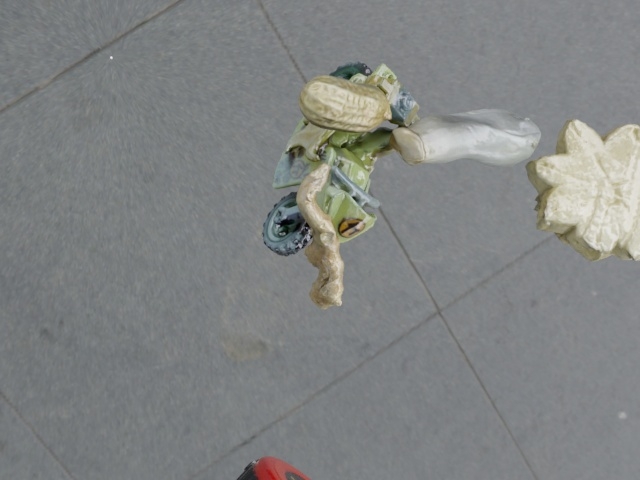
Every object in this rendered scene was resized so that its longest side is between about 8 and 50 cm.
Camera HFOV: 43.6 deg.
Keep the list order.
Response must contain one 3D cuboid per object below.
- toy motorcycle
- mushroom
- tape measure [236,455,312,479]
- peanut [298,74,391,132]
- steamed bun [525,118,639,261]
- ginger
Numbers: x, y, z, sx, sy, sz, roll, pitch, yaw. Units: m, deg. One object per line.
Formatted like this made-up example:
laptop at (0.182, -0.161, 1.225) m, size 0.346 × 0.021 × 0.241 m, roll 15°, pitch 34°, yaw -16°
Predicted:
toy motorcycle at (0.035, -0.154, 1.485) m, size 0.169 × 0.237 × 0.409 m, roll 35°, pitch 72°, yaw -45°
mushroom at (0.268, -0.183, 1.444) m, size 0.352 × 0.109 × 0.097 m, roll -5°, pitch 145°, yaw -31°
tape measure at (-0.028, 0.425, 1.157) m, size 0.260 × 0.253 × 0.114 m, roll 41°, pitch 87°, yaw -22°
peanut at (0.039, -0.215, 1.276) m, size 0.194 × 0.094 × 0.083 m, roll 0°, pitch 94°, yaw -49°
steamed bun at (0.526, -0.088, 1.515) m, size 0.296 × 0.137 × 0.292 m, roll -32°, pitch 78°, yaw -5°
ginger at (0.000, 0.000, 1.348) m, size 0.075 × 0.089 × 0.287 m, roll -26°, pitch 127°, yaw -26°
